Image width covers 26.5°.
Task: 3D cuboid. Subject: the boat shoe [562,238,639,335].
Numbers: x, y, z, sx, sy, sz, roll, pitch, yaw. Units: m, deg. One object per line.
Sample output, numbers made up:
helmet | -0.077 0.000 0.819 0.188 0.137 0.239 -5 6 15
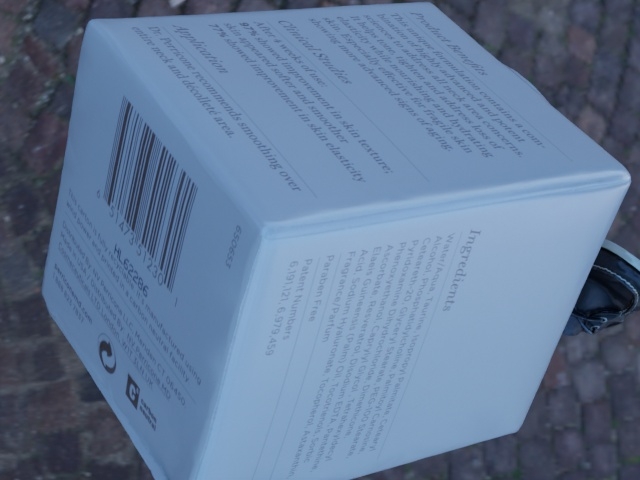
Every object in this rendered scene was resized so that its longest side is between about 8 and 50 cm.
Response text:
boat shoe | 0.346 0.077 1.810 0.127 0.340 0.113 42 81 -6

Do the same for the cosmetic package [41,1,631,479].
cosmetic package | 0.000 0.000 1.265 0.393 0.329 0.327 -9 131 -33
